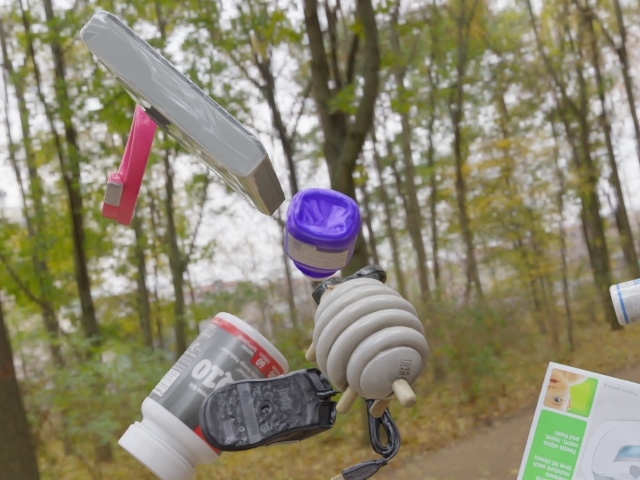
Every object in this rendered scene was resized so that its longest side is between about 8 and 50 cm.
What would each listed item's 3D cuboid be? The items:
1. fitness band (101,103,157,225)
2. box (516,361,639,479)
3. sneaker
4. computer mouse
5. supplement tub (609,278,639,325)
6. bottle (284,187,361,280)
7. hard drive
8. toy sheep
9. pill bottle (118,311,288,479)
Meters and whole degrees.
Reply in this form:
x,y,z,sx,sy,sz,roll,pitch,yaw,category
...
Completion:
x,y,z,sx,sy,sz,roll,pitch,yaw,category
-0.310,-0.146,1.714,0.054,0.209,0.291,18,-24,-10,fitness band
0.356,0.281,1.108,0.262,0.231,0.127,13,-10,35,box
0.050,0.085,1.304,0.170,0.089,0.051,-11,-37,-52,sneaker
-0.023,0.260,1.390,0.262,0.184,0.060,-18,-20,-8,computer mouse
0.540,0.096,1.693,0.107,0.071,0.071,-16,-6,16,supplement tub
0.000,0.000,1.690,0.118,0.092,0.283,14,-17,2,bottle
-0.148,-0.135,1.219,0.047,0.233,0.353,-49,-4,-3,hard drive
0.036,0.078,0.749,0.091,0.132,0.091,-18,-46,-20,toy sheep
-0.200,0.276,1.742,0.283,0.161,0.161,-51,7,-17,pill bottle
